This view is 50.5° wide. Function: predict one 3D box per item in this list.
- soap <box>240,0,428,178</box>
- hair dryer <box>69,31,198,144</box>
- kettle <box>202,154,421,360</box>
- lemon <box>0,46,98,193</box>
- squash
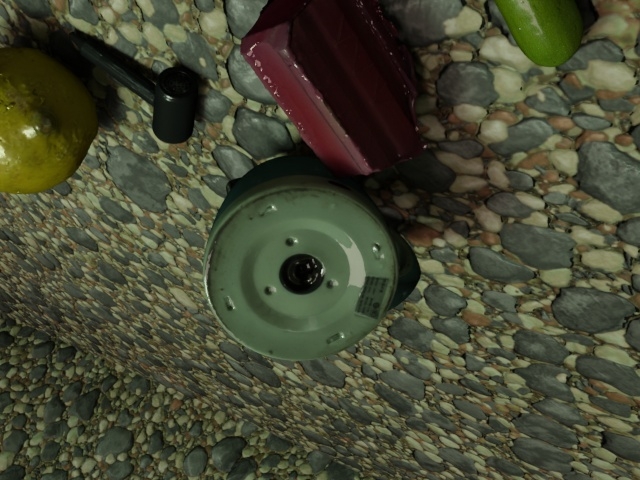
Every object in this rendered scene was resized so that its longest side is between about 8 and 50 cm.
[{"bbox_3d":[0.033,-0.184,0.805,0.099,0.162,0.250,-2,136,45],"label":"soap"},{"bbox_3d":[-0.309,-0.271,1.100,0.255,0.070,0.128,36,150,1],"label":"hair dryer"},{"bbox_3d":[0.000,0.000,1.009,0.319,0.342,0.247,21,108,-11],"label":"kettle"},{"bbox_3d":[-0.522,-0.208,1.187,0.258,0.258,0.310,47,160,-26],"label":"lemon"},{"bbox_3d":[0.193,-0.255,0.655,0.066,0.066,0.201,-10,125,50],"label":"squash"}]
